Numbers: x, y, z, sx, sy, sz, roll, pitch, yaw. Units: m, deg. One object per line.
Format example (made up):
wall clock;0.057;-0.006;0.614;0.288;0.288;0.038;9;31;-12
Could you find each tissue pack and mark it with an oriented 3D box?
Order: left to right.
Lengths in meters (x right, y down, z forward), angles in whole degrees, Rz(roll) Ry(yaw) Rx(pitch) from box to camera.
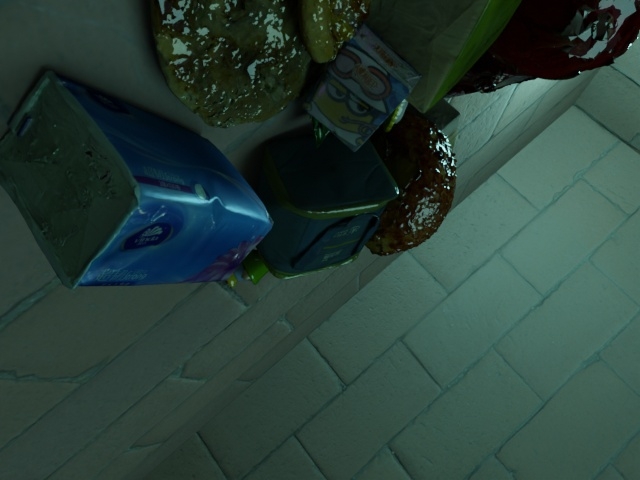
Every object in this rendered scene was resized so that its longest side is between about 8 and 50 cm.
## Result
tissue pack;-0.206;-0.056;0.547;0.146;0.198;0.263;-46;162;14
tissue pack;0.053;-0.219;0.660;0.065;0.116;0.155;-57;-170;-31
tissue pack;0.197;-0.362;0.667;0.274;0.167;0.200;-46;170;-33

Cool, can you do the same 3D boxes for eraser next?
eraser;0.284;-0.273;1.201;0.078;0.144;0.343;-40;162;-2

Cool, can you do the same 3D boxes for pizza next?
pizza;0.036;-0.316;0.498;0.127;0.058;0.246;-15;146;-54

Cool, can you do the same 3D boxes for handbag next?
handbag;-0.005;-0.068;0.901;0.263;0.222;0.241;-16;151;-25

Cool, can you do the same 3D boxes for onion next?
onion;0.373;-0.394;1.020;0.227;0.120;0.283;-8;-165;18

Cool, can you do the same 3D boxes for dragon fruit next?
dragon fruit;0.440;-0.449;0.822;0.296;0.301;0.295;-9;135;-9

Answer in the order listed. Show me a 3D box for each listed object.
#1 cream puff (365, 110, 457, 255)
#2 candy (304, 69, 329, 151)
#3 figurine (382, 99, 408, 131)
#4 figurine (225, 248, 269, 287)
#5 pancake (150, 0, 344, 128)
cream puff;0.194;-0.130;1.060;0.229;0.350;0.350;2;144;-20
candy;0.047;-0.262;0.805;0.203;0.078;0.141;-28;145;-32
figurine;0.152;-0.301;0.886;0.109;0.129;0.178;8;150;-17
figurine;-0.109;0.030;1.077;0.264;0.143;0.162;-25;-169;2
pancake;-0.049;-0.291;0.557;0.356;0.065;0.356;-38;157;-19
